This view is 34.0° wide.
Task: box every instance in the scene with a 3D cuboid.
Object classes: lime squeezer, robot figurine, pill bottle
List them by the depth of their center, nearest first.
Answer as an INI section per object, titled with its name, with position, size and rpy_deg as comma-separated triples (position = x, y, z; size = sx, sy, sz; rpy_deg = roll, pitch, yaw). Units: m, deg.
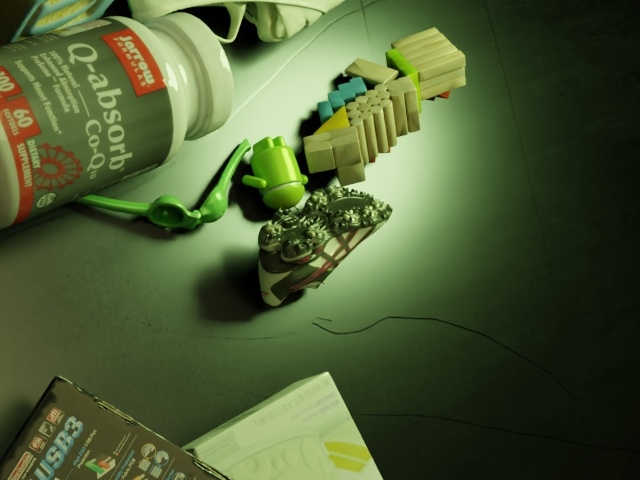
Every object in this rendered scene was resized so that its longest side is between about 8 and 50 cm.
[pill bottle]
position = -0.304, -0.168, 1.340
size = 0.363, 0.210, 0.210
rpy_deg = -28, 89, -37
[lime squeezer]
position = -0.199, -0.067, 1.468
size = 0.310, 0.059, 0.110
rpy_deg = -20, 85, -36
[robot figurine]
position = -0.064, -0.097, 1.560
size = 0.101, 0.067, 0.115
rpy_deg = -10, 79, -48

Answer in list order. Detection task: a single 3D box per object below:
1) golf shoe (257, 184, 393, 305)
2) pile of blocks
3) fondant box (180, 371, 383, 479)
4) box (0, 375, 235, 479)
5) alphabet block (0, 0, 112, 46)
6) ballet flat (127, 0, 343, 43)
[golf shoe]
position = 0.000, 0.000, 1.554
size = 0.105, 0.120, 0.273
rpy_deg = 32, 37, 29
[pile of blocks]
position = 0.092, -0.206, 1.697
size = 0.362, 0.149, 0.112
rpy_deg = -40, 140, -27
[fondant box]
position = -0.023, 0.376, 1.401
size = 0.238, 0.096, 0.330
rpy_deg = -26, 89, -37
[box]
position = -0.260, 0.354, 1.206
size = 0.293, 0.073, 0.295
rpy_deg = 33, 72, -10
[alphabet block]
position = -0.383, -0.386, 1.377
size = 0.192, 0.193, 0.197
rpy_deg = -35, 94, -38
[ballet flat]
position = -0.115, -0.365, 1.603
size = 0.400, 0.139, 0.139
rpy_deg = -2, 75, -30
